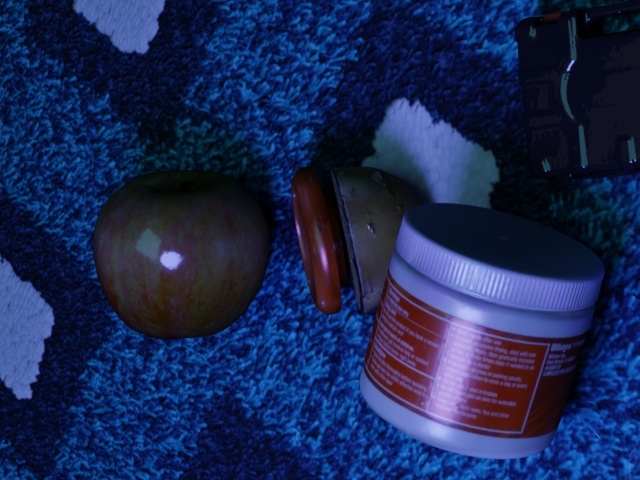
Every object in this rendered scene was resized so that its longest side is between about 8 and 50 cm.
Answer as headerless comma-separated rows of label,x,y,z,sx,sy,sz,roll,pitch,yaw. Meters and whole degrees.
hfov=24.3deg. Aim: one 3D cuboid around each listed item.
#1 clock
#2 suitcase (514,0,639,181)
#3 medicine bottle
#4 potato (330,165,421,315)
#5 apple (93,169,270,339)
clock,0.000,0.000,2.024,0.205,0.051,0.205,168,90,-84
suitcase,0.366,-0.180,1.746,0.285,0.066,0.206,-4,92,41
medicine bottle,0.193,0.107,1.804,0.252,0.252,0.241,28,113,35
potato,0.084,-0.009,1.977,0.182,0.117,0.202,-168,66,-85
apple,-0.200,0.023,2.133,0.257,0.257,0.234,18,111,38
